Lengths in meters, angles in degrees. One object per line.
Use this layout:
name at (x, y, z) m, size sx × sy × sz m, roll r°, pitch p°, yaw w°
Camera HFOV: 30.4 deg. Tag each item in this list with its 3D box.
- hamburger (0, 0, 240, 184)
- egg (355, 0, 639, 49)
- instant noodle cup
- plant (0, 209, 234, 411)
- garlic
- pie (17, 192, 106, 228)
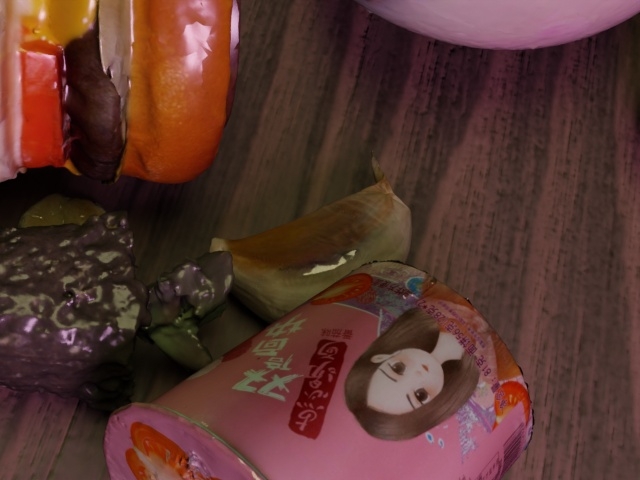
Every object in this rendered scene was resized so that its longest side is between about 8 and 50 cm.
hamburger at (-0.206, -0.198, 0.959) m, size 0.250 × 0.330 × 0.330 m, roll -2°, pitch 59°, yaw -15°
egg at (0.220, -0.341, 1.119) m, size 0.339 × 0.354 × 0.355 m, roll 14°, pitch 54°, yaw -30°
instant noodle cup at (0.010, 0.151, 0.836) m, size 0.243 × 0.243 × 0.231 m, roll 42°, pitch 55°, yaw 16°
plant at (-0.167, 0.054, 0.916) m, size 0.203 × 0.142 × 0.131 m, roll 10°, pitch 49°, yaw -17°
garlic at (0.013, 0.000, 1.013) m, size 0.198 × 0.090 × 0.128 m, roll -35°, pitch 57°, yaw -21°
pie at (-0.220, -0.005, 1.014) m, size 0.084 × 0.020 × 0.084 m, roll 3°, pitch 57°, yaw -5°
